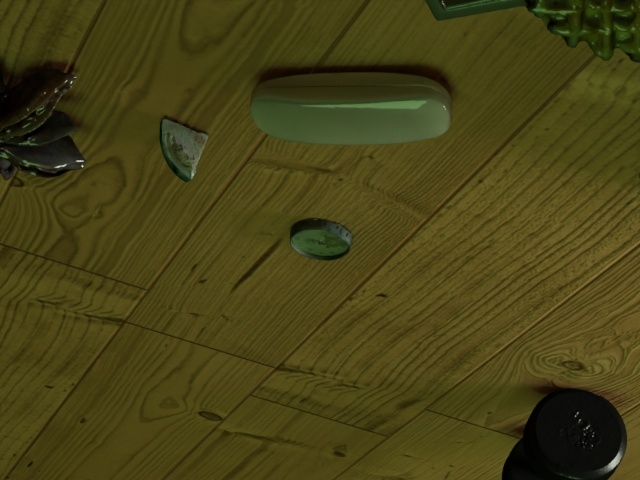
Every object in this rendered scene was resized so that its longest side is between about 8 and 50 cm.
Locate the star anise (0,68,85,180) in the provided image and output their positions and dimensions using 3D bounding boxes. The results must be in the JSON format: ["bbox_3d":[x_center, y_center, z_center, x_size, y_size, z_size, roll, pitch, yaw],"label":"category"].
[{"bbox_3d":[-0.383,-0.144,2.031,0.229,0.093,0.236,33,139,-26],"label":"star anise"}]

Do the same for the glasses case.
[{"bbox_3d":[0.034,-0.151,1.923,0.233,0.059,0.092,0,147,16],"label":"glasses case"}]

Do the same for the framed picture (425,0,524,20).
[{"bbox_3d":[0.174,-0.325,1.620,0.232,0.019,0.296,-7,147,20],"label":"framed picture"}]

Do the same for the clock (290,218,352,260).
[{"bbox_3d":[0.000,0.000,2.235,0.085,0.017,0.085,7,150,4],"label":"clock"}]

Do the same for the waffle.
[{"bbox_3d":[0.309,-0.249,1.647,0.223,0.054,0.204,22,147,-32],"label":"waffle"}]

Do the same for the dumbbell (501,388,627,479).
[{"bbox_3d":[0.372,0.334,2.576,0.153,0.152,0.218,10,150,-1],"label":"dumbbell"}]

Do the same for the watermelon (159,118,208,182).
[{"bbox_3d":[-0.161,-0.109,2.057,0.061,0.085,0.085,-32,143,0],"label":"watermelon"}]
